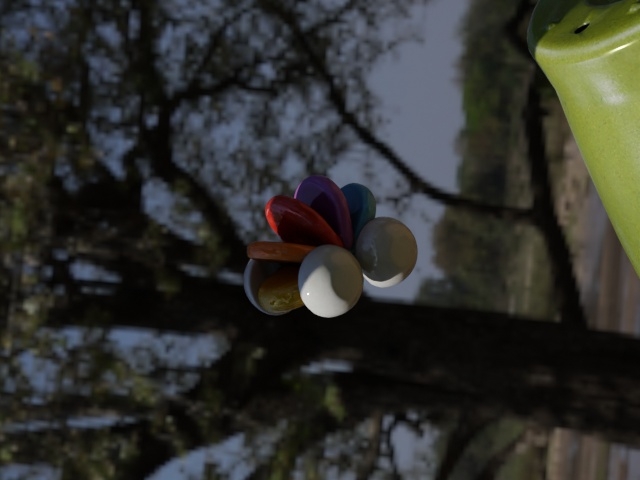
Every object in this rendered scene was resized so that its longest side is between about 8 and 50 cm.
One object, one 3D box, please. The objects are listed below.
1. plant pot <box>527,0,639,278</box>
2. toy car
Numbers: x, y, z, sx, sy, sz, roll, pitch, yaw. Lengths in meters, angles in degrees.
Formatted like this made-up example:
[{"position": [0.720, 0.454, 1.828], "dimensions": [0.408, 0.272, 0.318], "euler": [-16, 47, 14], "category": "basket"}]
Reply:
[{"position": [0.345, -0.089, 1.094], "dimensions": [0.353, 0.366, 0.366], "euler": [48, -150, -21], "category": "plant pot"}, {"position": [0.000, 0.000, 1.585], "dimensions": [0.182, 0.159, 0.136], "euler": [-26, -76, -34], "category": "toy car"}]
